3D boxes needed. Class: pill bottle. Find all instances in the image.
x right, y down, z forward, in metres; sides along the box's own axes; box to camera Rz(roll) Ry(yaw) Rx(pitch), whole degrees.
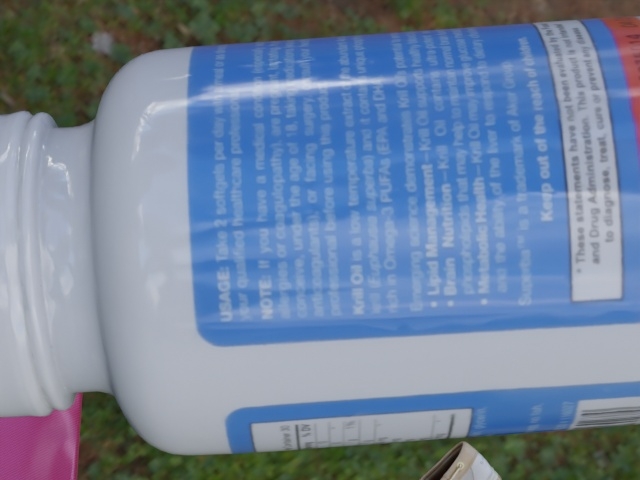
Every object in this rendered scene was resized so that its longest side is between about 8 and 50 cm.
[{"bbox_3d":[0.000,0.000,0.467,0.222,0.124,0.124,-3,57,-1],"label":"pill bottle"}]

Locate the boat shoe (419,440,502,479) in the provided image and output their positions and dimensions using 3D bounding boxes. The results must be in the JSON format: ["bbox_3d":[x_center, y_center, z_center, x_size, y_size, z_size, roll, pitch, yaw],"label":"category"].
[{"bbox_3d":[0.075,0.238,1.355,0.170,0.063,0.059,-36,99,-6],"label":"boat shoe"}]

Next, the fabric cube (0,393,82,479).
[{"bbox_3d":[-0.342,0.144,1.118,0.254,0.259,0.258,31,34,-29],"label":"fabric cube"}]
